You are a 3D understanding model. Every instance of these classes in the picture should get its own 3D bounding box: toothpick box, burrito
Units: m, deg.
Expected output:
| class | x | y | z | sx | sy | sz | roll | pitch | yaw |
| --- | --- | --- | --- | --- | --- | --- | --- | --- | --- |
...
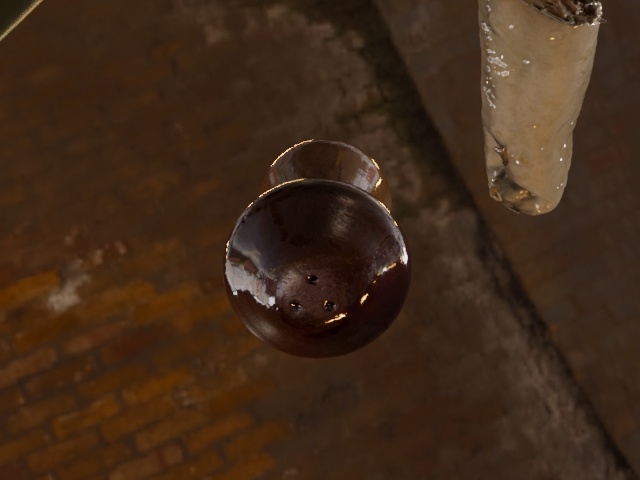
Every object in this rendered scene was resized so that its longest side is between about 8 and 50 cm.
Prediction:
| class | x | y | z | sx | sy | sz | roll | pitch | yaw |
| --- | --- | --- | --- | --- | --- | --- | --- | --- | --- |
| toothpick box | 0.000 | 0.000 | 1.419 | 0.192 | 0.192 | 0.294 | -3 | -160 | 4 |
| burrito | 0.148 | -0.105 | 0.927 | 0.087 | 0.226 | 0.060 | 12 | -127 | 13 |

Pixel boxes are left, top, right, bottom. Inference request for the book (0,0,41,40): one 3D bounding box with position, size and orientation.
| class | x | y | z | sx | sy | sz | roll | pitch | yaw |
| --- | --- | --- | --- | --- | --- | --- | --- | --- | --- |
| book | -0.267 | -0.230 | 0.753 | 0.289 | 0.026 | 0.201 | 44 | -104 | -4 |
